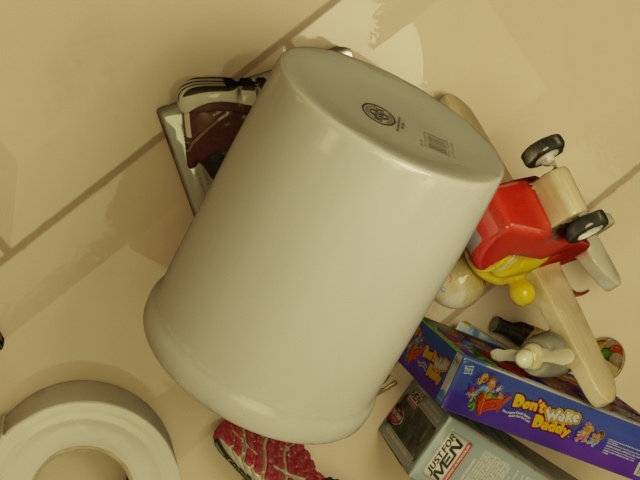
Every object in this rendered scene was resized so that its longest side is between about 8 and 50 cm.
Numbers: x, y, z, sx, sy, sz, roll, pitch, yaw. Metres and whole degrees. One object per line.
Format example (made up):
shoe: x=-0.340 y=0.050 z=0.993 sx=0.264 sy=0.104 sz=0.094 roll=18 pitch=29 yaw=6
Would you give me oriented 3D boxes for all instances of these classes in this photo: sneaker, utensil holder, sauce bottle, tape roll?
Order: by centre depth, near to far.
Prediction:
utensil holder: x=0.000 y=0.000 z=1.506 sx=0.327 sy=0.327 sz=0.385 roll=21 pitch=115 yaw=-15
sneaker: x=-0.053 y=-0.136 z=1.650 sx=0.281 sy=0.106 sz=0.163 roll=0 pitch=109 yaw=-5
tape roll: x=-0.350 y=0.352 z=1.775 sx=0.286 sy=0.100 sz=0.286 roll=-3 pitch=103 yaw=-11
sneaker: x=-0.052 y=0.387 z=1.842 sx=0.299 sy=0.121 sz=0.112 roll=44 pitch=121 yaw=-9
sauce bottle: x=0.326 y=0.153 z=1.907 sx=0.128 sy=0.042 sz=0.042 roll=20 pitch=97 yaw=-14

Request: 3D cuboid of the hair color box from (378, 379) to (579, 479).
hair color box: x=0.285 y=0.372 z=1.869 sx=0.374 sy=0.185 sz=0.114 roll=34 pitch=94 yaw=-16

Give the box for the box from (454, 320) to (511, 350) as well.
box: x=0.255 y=0.206 z=1.902 sx=0.178 sy=0.042 sz=0.109 roll=32 pitch=93 yaw=-16

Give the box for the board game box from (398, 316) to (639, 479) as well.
board game box: x=0.304 y=0.228 z=1.773 sx=0.347 sy=0.233 sz=0.078 roll=22 pitch=96 yaw=-16

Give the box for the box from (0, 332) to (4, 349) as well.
box: x=-0.583 y=0.123 z=1.701 sx=0.220 sy=0.051 sz=0.175 roll=-28 pitch=106 yaw=-5

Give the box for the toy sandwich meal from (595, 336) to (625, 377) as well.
toy sandwich meal: x=0.454 y=0.196 z=1.949 sx=0.085 sy=0.029 sz=0.086 roll=-2 pitch=102 yaw=-12

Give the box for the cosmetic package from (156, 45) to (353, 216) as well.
cosmetic package: x=-0.039 y=-0.057 z=1.759 sx=0.284 sy=0.097 sz=0.377 roll=-21 pitch=105 yaw=-9

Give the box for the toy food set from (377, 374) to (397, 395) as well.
toy food set: x=0.071 y=0.187 z=1.870 sx=0.078 sy=0.019 sz=0.122 roll=-30 pitch=106 yaw=-5

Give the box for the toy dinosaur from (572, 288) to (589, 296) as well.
toy dinosaur: x=0.366 y=0.076 z=1.912 sx=0.090 sy=0.047 sz=0.082 roll=-41 pitch=100 yaw=-36

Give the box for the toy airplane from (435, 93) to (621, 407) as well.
toy airplane: x=0.277 y=0.008 z=1.731 sx=0.272 sy=0.386 sz=0.384 roll=-30 pitch=118 yaw=13
